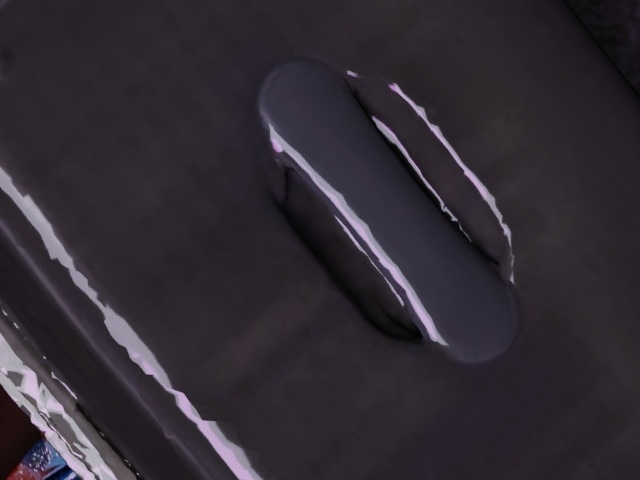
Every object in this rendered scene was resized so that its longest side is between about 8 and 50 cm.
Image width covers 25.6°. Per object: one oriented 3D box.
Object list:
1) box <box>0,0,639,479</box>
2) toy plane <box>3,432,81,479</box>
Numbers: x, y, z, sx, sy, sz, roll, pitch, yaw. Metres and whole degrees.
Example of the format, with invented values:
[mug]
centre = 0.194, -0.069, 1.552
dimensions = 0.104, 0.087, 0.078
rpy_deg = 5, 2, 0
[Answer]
[box]
centre = 0.000, 0.000, 0.466
dimensions = 0.220, 0.166, 0.290
rpy_deg = -41, 96, -14
[toy plane]
centre = -0.100, 0.094, 0.602
dimensions = 0.189, 0.061, 0.130
rpy_deg = -37, 97, 23
